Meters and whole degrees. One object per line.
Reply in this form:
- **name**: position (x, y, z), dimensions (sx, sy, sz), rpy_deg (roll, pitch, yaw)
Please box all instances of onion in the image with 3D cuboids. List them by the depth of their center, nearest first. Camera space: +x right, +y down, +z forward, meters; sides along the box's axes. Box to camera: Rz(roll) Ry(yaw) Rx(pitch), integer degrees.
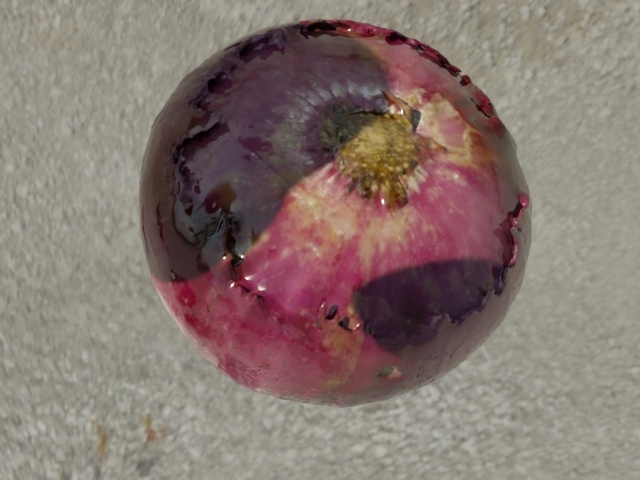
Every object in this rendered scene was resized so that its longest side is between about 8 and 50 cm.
- **onion**: position (-0.003, -0.023, 1.132), dimensions (0.358, 0.345, 0.358), rpy_deg (10, 72, -34)
